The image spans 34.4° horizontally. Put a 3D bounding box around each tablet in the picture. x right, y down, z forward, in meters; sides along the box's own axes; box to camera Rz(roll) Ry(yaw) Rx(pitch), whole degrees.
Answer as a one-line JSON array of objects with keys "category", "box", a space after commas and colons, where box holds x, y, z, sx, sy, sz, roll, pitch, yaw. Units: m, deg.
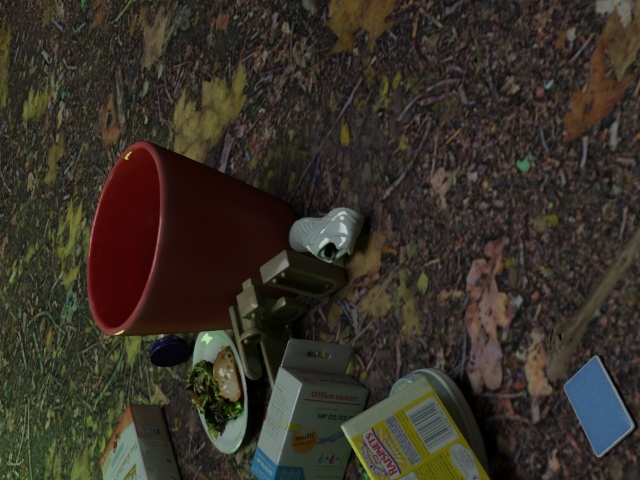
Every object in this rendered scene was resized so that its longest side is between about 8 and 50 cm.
[{"category": "tablet", "box": [0.263, 0.157, 0.979, 0.054, 0.006, 0.083, -54, 39, 35]}]

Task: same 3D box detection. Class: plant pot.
[{"category": "plant pot", "box": [-0.176, 0.014, 1.499, 0.275, 0.243, 0.275, -25, 60, 54]}]

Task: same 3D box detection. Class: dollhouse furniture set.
[{"category": "dollhouse furniture set", "box": [-0.036, 0.115, 1.367, 0.151, 0.144, 0.123, -35, 56, 30]}]

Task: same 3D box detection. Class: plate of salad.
[{"category": "plate of salad", "box": [-0.163, 0.226, 1.570, 0.200, 0.048, 0.200, 18, 111, 58]}]

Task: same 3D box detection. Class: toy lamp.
[{"category": "toy lamp", "box": [-0.284, 0.089, 1.813, 0.080, 0.080, 0.275, -52, 44, 37]}]

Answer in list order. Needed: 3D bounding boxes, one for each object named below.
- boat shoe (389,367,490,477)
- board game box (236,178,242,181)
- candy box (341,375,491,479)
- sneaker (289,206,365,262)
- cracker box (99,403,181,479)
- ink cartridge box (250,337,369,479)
[{"category": "boat shoe", "box": [0.107, 0.291, 1.096, 0.118, 0.103, 0.321, -25, 60, 53]}, {"category": "board game box", "box": [-0.204, -0.035, 1.747, 0.193, 0.045, 0.147, 5, 86, 58]}, {"category": "candy box", "box": [0.116, 0.250, 1.045, 0.105, 0.027, 0.206, -30, 69, -2]}, {"category": "sneaker", "box": [0.000, 0.000, 1.393, 0.152, 0.053, 0.061, -20, 52, 55]}, {"category": "cracker box", "box": [-0.302, 0.414, 1.748, 0.156, 0.067, 0.232, -60, 37, 29]}, {"category": "ink cartridge box", "box": [-0.009, 0.222, 1.300, 0.061, 0.104, 0.181, 28, 105, 57]}]
